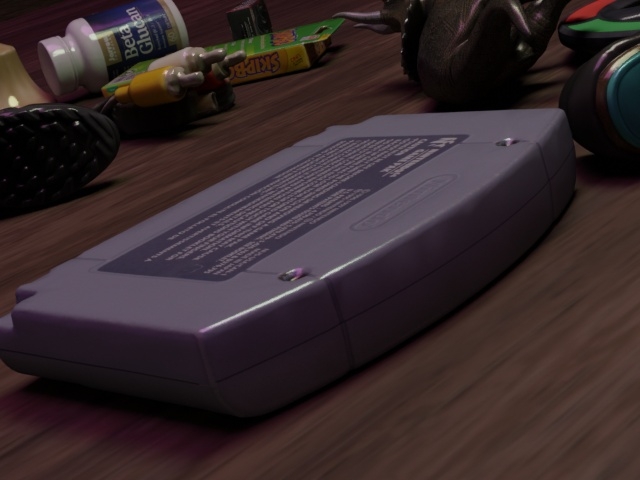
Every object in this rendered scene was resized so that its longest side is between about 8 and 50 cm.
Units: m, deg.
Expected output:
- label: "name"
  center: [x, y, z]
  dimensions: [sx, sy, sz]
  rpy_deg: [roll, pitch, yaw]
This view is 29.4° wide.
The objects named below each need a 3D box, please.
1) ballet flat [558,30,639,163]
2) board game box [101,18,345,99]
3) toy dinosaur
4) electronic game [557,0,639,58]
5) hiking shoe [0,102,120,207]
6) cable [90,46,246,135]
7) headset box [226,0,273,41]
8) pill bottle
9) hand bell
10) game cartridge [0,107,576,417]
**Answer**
- label: "ballet flat"
  center: [0.265, -0.123, 0.740]
  dimensions: [0.281, 0.095, 0.096]
  rpy_deg: [-19, 6, -12]
- label: "board game box"
  center: [-0.103, -0.198, 1.355]
  dimensions: [0.260, 0.039, 0.124]
  rpy_deg: [-12, 18, 17]
- label: "toy dinosaur"
  center: [0.127, -0.161, 0.954]
  dimensions: [0.160, 0.121, 0.313]
  rpy_deg: [-47, 25, 14]
- label: "electronic game"
  center: [0.305, -0.190, 0.975]
  dimensions: [0.229, 0.048, 0.229]
  rpy_deg: [-14, 18, 5]
- label: "hiking shoe"
  center: [-0.277, -0.070, 1.020]
  dimensions: [0.227, 0.086, 0.114]
  rpy_deg: [-15, 21, 2]
- label: "cable"
  center: [-0.201, -0.137, 1.190]
  dimensions: [0.287, 0.072, 0.139]
  rpy_deg: [-7, 14, 25]
- label: "headset box"
  center: [-0.083, -0.253, 1.463]
  dimensions: [0.032, 0.062, 0.083]
  rpy_deg: [-11, 17, 14]
- label: "pill bottle"
  center: [-0.255, -0.235, 1.495]
  dimensions: [0.169, 0.094, 0.094]
  rpy_deg: [-23, 19, -22]
- label: "hand bell"
  center: [-0.414, -0.264, 1.469]
  dimensions: [0.126, 0.242, 0.126]
  rpy_deg: [-13, 17, 4]
- label: "game cartridge"
  center: [0.000, 0.000, 0.637]
  dimensions: [0.196, 0.060, 0.294]
  rpy_deg: [-2, 22, 45]
